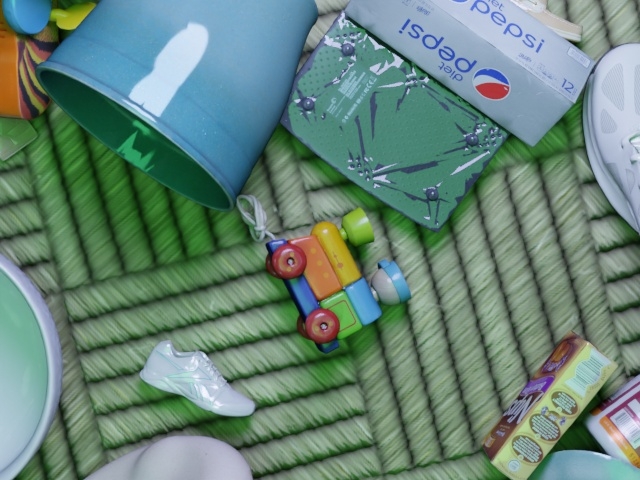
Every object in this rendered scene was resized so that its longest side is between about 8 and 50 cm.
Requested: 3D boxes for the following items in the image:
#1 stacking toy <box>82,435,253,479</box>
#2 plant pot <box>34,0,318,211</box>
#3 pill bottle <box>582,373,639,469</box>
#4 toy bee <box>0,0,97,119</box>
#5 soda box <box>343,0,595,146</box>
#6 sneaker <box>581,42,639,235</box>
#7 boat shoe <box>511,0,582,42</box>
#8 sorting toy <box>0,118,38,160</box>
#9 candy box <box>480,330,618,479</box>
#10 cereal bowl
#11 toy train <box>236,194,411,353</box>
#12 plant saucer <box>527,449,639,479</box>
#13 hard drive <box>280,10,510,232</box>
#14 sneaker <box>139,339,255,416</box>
[{"bbox_3d":[-0.135,0.507,1.444,0.350,0.350,0.480,-31,111,2],"label":"stacking toy"},{"bbox_3d":[-0.144,-0.215,1.393,0.271,0.271,0.255,34,79,-1],"label":"plant pot"},{"bbox_3d":[0.439,0.201,1.461,0.221,0.121,0.121,-36,92,2],"label":"pill bottle"},{"bbox_3d":[-0.346,-0.303,1.446,0.195,0.162,0.298,27,125,15],"label":"toy bee"},{"bbox_3d":[0.177,-0.242,1.435,0.286,0.098,0.091,34,52,-3],"label":"soda box"},{"bbox_3d":[0.423,-0.059,1.338,0.169,0.257,0.448,-16,72,2],"label":"sneaker"},{"bbox_3d":[0.248,-0.293,1.470,0.170,0.063,0.059,24,99,1],"label":"boat shoe"},{"bbox_3d":[-0.382,-0.147,1.513,0.083,0.012,0.062,-34,87,6],"label":"sorting toy"},{"bbox_3d":[0.276,0.202,1.471,0.053,0.109,0.187,37,92,-1],"label":"candy box"},{"bbox_3d":[-0.472,0.153,1.466,0.338,0.141,0.339,0,92,1],"label":"cereal bowl"},{"bbox_3d":[0.000,0.000,1.475,0.143,0.105,0.248,-27,92,-8],"label":"toy train"},{"bbox_3d":[0.332,0.333,1.450,0.194,0.037,0.195,16,135,17],"label":"plant saucer"},{"bbox_3d":[0.085,-0.145,1.484,0.254,0.054,0.172,35,93,-1],"label":"hard drive"},{"bbox_3d":[-0.148,0.175,1.506,0.152,0.054,0.061,24,90,0],"label":"sneaker"}]
